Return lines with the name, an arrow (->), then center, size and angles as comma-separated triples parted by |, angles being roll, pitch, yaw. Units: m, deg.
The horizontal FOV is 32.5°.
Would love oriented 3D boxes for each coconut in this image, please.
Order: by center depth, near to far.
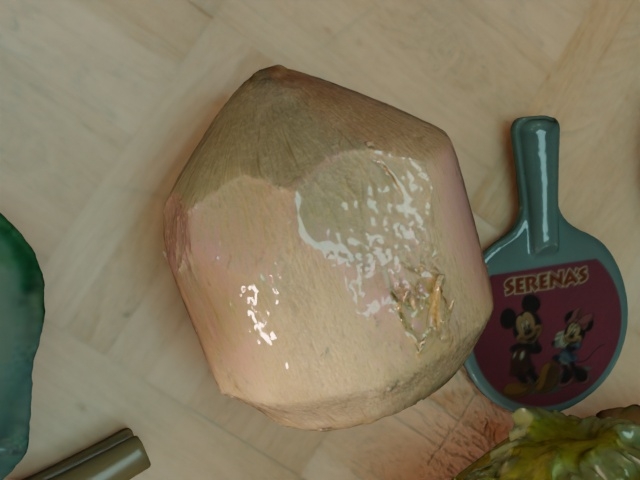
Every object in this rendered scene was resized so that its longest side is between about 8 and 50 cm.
coconut -> 0.000, 0.000, 0.734 | 0.224, 0.224, 0.234 | -21, 111, -16

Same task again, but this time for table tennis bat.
table tennis bat -> 0.178, 0.022, 0.886 | 0.152, 0.040, 0.244 | -6, 99, -17

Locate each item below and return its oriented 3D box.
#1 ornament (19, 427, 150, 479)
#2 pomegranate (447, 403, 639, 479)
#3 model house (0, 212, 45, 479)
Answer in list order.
ornament -> -0.194, 0.284, 0.757 | 0.244, 0.061, 0.230 | -26, 102, -17
pomegranate -> 0.199, 0.230, 0.800 | 0.340, 0.260, 0.260 | -36, 104, -39
model house -> -0.343, 0.106, 0.655 | 0.280, 0.249, 0.230 | 17, 47, -29
